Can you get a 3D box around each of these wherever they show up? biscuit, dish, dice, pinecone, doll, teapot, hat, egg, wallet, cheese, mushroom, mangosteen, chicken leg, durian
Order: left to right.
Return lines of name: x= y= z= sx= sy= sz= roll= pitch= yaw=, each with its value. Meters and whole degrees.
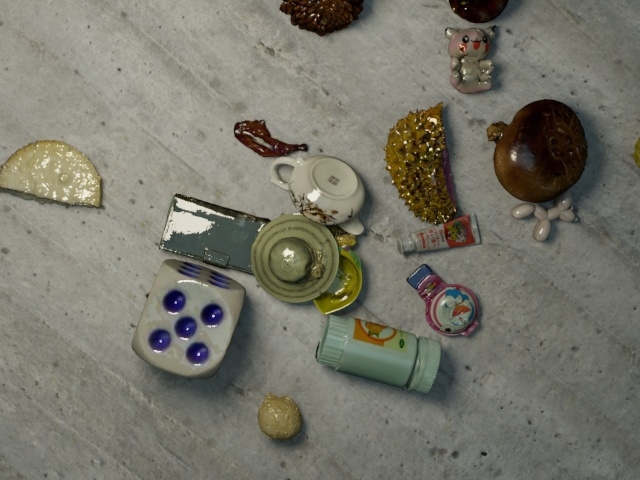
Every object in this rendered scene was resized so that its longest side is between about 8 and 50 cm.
biscuit: x=-0.730 y=-0.182 z=1.871 sx=0.281 sy=0.084 sz=0.179 roll=6 pitch=96 yaw=-3
dice: x=-0.348 y=0.203 z=1.841 sx=0.243 sy=0.259 sz=0.251 roll=21 pitch=94 yaw=-6
wallet: x=-0.275 y=-0.011 z=1.931 sx=0.317 sy=0.044 sz=0.168 roll=16 pitch=91 yaw=-6
chicken leg: x=-0.142 y=-0.272 z=1.911 sx=0.205 sy=0.053 sz=0.093 roll=30 pitch=79 yaw=-9
egg: x=-0.115 y=0.501 z=1.959 sx=0.140 sy=0.118 sz=0.116 roll=46 pitch=135 yaw=-15
hat: x=-0.077 y=0.053 z=1.847 sx=0.252 sy=0.110 sz=0.251 roll=1 pitch=98 yaw=6
teapot: x=-0.001 y=-0.140 z=1.880 sx=0.300 sy=0.165 sz=0.208 roll=29 pitch=63 yaw=12
pinecone: x=0.010 y=-0.647 z=1.806 sx=0.222 sy=0.221 sz=0.221 roll=0 pitch=96 yaw=-3
dish: x=0.042 y=0.103 z=1.939 sx=0.149 sy=0.080 sz=0.207 roll=22 pitch=96 yaw=-1
durian: x=0.277 y=-0.200 z=1.904 sx=0.191 sy=0.112 sz=0.341 roll=-9 pitch=98 yaw=-4
cheese: x=0.350 y=0.172 z=1.969 sx=0.155 sy=0.062 sz=0.244 roll=-43 pitch=95 yaw=4
doll: x=0.407 y=-0.496 z=1.890 sx=0.149 sy=0.095 sz=0.191 roll=2 pitch=94 yaw=-9
mangosteen: x=0.429 y=-0.666 z=1.844 sx=0.184 sy=0.172 sz=0.172 roll=-43 pitch=96 yaw=-18
mushroom: x=0.589 y=-0.247 z=1.874 sx=0.278 sy=0.163 sz=0.297 roll=32 pitch=73 yaw=-3
doll: x=0.640 y=-0.083 z=1.960 sx=0.161 sy=0.059 sz=0.160 roll=43 pitch=94 yaw=-5

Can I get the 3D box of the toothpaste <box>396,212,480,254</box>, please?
toothpaste: x=0.333 y=-0.010 z=1.960 sx=0.234 sy=0.057 sz=0.089 roll=-13 pitch=93 yaw=-9

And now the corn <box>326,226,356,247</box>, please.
corn: x=0.000 y=0.000 z=1.933 sx=0.203 sy=0.072 sz=0.071 roll=-5 pitch=96 yaw=-3

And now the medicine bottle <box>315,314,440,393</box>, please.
medicine bottle: x=0.156 y=0.311 z=1.926 sx=0.318 sy=0.158 sz=0.158 roll=15 pitch=95 yaw=-5

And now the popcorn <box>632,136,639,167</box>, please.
popcorn: x=0.966 y=-0.244 z=1.874 sx=0.181 sy=0.217 sz=0.235 roll=-49 pitch=135 yaw=-19
